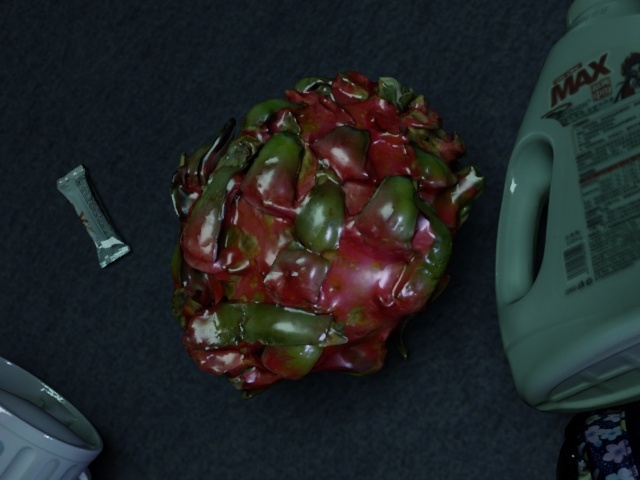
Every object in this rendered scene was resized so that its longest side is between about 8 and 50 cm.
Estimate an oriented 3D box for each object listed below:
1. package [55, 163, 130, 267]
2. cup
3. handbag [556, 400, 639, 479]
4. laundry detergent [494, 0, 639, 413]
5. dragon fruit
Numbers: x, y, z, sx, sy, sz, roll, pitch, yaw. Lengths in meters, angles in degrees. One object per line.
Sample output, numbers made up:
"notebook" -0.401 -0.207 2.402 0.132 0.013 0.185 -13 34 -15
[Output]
"package" -0.229 -0.025 1.407 0.037 0.015 0.110 -34 69 7
"cup" -0.308 0.237 1.294 0.221 0.167 0.202 37 93 23
"handbag" 0.293 0.187 1.106 0.208 0.228 0.126 -10 112 12
"laundry detergent" 0.253 -0.069 1.183 0.264 0.125 0.397 -28 48 32
"dragon fruit" -0.004 -0.005 1.221 0.303 0.237 0.231 -41 65 -4
